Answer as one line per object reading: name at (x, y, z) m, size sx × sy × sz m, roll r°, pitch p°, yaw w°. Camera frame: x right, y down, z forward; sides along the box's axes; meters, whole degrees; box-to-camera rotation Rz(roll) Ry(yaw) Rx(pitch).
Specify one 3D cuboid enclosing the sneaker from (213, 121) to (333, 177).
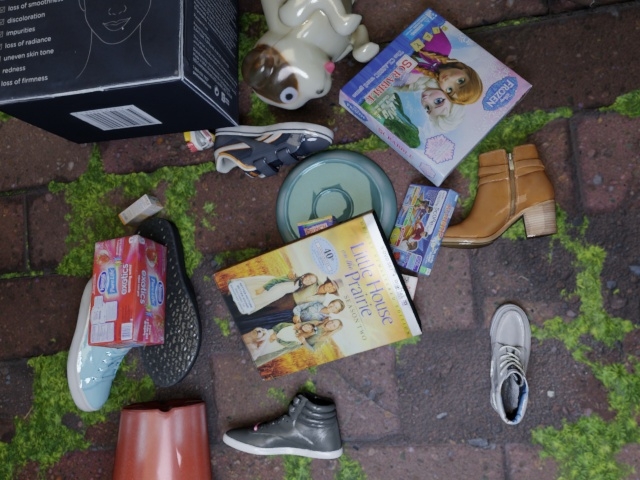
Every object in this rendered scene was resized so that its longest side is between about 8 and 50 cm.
sneaker at (-0.123, -0.222, 1.180) m, size 0.322 × 0.126 × 0.127 m, roll 3°, pitch 83°, yaw 22°

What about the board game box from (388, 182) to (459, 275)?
board game box at (0.233, -0.030, 1.100) m, size 0.035 × 0.136 × 0.201 m, roll 20°, pitch 92°, yaw -33°

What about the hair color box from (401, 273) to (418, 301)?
hair color box at (0.189, 0.150, 1.138) m, size 0.072 × 0.043 × 0.141 m, roll 13°, pitch 91°, yaw 12°

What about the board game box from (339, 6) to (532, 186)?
board game box at (0.266, -0.344, 1.099) m, size 0.318 × 0.066 × 0.318 m, roll 42°, pitch 80°, yaw 10°

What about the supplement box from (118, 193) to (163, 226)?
supplement box at (-0.490, -0.081, 1.274) m, size 0.099 × 0.062 × 0.036 m, roll -35°, pitch 80°, yaw 7°

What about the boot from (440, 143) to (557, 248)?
boot at (0.389, -0.100, 1.083) m, size 0.284 × 0.109 × 0.219 m, roll -11°, pitch 80°, yaw 18°

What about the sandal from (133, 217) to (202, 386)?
sandal at (-0.391, 0.154, 1.234) m, size 0.168 × 0.107 × 0.444 m, roll -15°, pitch 72°, yaw 11°

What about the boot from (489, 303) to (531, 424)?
boot at (0.432, 0.274, 1.042) m, size 0.095 × 0.123 × 0.257 m, roll 1°, pitch 87°, yaw 11°

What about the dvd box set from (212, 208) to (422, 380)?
dvd box set at (-0.010, 0.141, 1.108) m, size 0.421 × 0.062 × 0.307 m, roll -20°, pitch 99°, yaw 16°

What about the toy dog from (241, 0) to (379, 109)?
toy dog at (-0.054, -0.520, 1.106) m, size 0.396 × 0.285 × 0.407 m, roll 11°, pitch 91°, yaw 14°

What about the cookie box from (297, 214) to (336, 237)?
cookie box at (0.000, 0.000, 1.141) m, size 0.092 × 0.040 × 0.107 m, roll -13°, pitch 84°, yaw 12°

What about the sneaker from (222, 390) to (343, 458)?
sneaker at (-0.091, 0.444, 1.152) m, size 0.296 × 0.104 × 0.146 m, roll 1°, pitch 85°, yaw 5°

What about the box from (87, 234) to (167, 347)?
box at (-0.466, 0.128, 1.137) m, size 0.128 × 0.122 × 0.256 m, roll -9°, pitch 72°, yaw 14°

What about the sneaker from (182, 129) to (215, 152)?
sneaker at (-0.326, -0.353, 1.255) m, size 0.093 × 0.088 × 0.225 m, roll -10°, pitch 90°, yaw -2°

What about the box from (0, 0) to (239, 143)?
box at (-0.463, -0.512, 1.094) m, size 0.481 × 0.297 × 0.470 m, roll -2°, pitch 84°, yaw 13°

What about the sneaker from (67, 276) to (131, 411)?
sneaker at (-0.557, 0.275, 1.232) m, size 0.150 × 0.135 × 0.365 m, roll 4°, pitch 89°, yaw 14°

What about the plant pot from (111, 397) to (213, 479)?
plant pot at (-0.383, 0.533, 1.134) m, size 0.273 × 0.272 × 0.264 m, roll -5°, pitch 78°, yaw 11°

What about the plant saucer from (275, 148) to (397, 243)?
plant saucer at (0.034, -0.080, 1.182) m, size 0.318 × 0.044 × 0.316 m, roll 0°, pitch 88°, yaw 11°

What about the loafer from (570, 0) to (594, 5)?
loafer at (0.600, -0.605, 1.051) m, size 0.367 × 0.134 × 0.129 m, roll -5°, pitch 86°, yaw 11°
